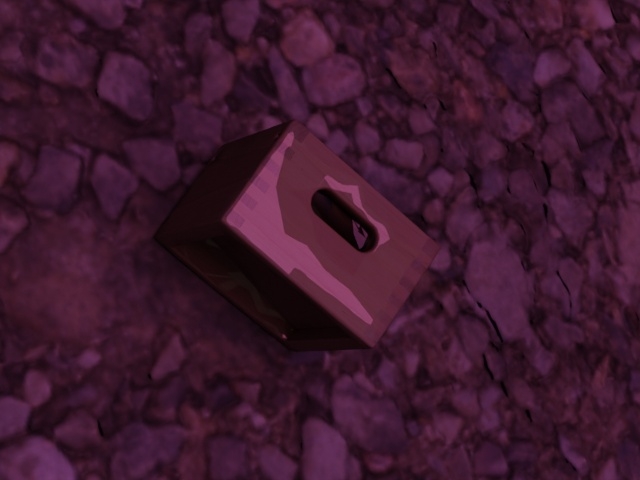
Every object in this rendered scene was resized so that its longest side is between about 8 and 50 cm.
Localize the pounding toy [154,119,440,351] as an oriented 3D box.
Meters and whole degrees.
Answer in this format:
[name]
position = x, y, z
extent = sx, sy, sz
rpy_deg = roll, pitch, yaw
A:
[pounding toy]
position = 0.000, 0.000, 0.921
extent = 0.141, 0.130, 0.100
rpy_deg = 40, 71, -16
